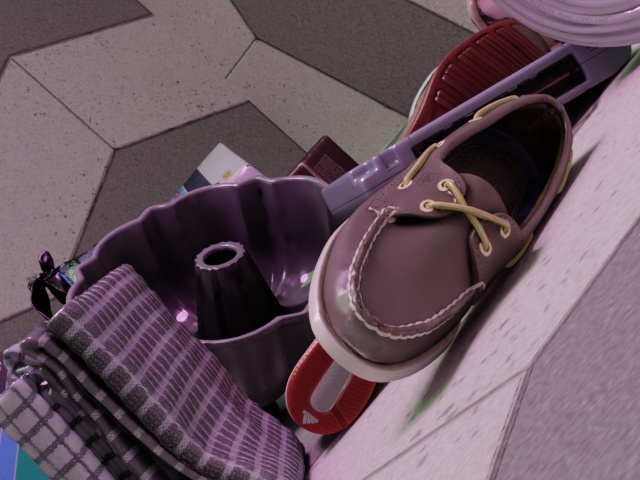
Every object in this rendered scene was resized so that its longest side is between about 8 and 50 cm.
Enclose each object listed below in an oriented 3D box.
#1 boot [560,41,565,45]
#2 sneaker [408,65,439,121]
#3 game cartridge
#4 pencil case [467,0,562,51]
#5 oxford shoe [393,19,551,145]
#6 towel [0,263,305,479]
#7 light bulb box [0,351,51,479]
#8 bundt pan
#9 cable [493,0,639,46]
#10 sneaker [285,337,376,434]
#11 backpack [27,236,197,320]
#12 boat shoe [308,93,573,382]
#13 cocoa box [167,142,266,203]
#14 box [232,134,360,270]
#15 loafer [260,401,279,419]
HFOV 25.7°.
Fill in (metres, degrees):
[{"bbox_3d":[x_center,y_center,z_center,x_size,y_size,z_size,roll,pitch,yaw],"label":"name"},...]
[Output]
[{"bbox_3d":[0.280,-0.225,1.471,0.219,0.082,0.106,-29,-23,-51],"label":"boot"},{"bbox_3d":[0.246,-0.265,2.135,0.296,0.104,0.147,-44,-2,-3],"label":"sneaker"},{"bbox_3d":[0.147,-0.109,1.373,0.297,0.062,0.198,-31,-3,-11],"label":"game cartridge"},{"bbox_3d":[0.298,-0.342,1.871,0.183,0.160,0.410,-6,12,11],"label":"pencil case"},{"bbox_3d":[0.142,-0.113,1.575,0.348,0.123,0.130,-50,1,-28],"label":"oxford shoe"},{"bbox_3d":[-0.121,0.138,1.071,0.121,0.235,0.284,-42,3,2],"label":"towel"},{"bbox_3d":[-0.428,0.358,1.545,0.361,0.225,0.358,-47,30,30],"label":"light bulb box"},{"bbox_3d":[-0.088,0.065,1.461,0.330,0.124,0.331,-12,29,7],"label":"bundt pan"},{"bbox_3d":[0.236,-0.288,1.193,0.257,0.257,0.089,-18,27,38],"label":"cable"},{"bbox_3d":[0.039,0.060,1.165,0.221,0.087,0.128,-48,4,-10],"label":"sneaker"},{"bbox_3d":[-0.185,0.134,1.693,0.213,0.277,0.263,-33,41,-11],"label":"backpack"},{"bbox_3d":[0.098,-0.015,1.027,0.097,0.116,0.324,-50,-4,39],"label":"boat shoe"},{"bbox_3d":[-0.127,0.016,2.185,0.228,0.231,0.347,-50,14,0],"label":"cocoa box"},{"bbox_3d":[0.000,0.000,1.692,0.168,0.167,0.203,-48,3,16],"label":"box"},{"bbox_3d":[-0.109,0.199,1.464,0.094,0.087,0.251,-48,3,11],"label":"loafer"}]
